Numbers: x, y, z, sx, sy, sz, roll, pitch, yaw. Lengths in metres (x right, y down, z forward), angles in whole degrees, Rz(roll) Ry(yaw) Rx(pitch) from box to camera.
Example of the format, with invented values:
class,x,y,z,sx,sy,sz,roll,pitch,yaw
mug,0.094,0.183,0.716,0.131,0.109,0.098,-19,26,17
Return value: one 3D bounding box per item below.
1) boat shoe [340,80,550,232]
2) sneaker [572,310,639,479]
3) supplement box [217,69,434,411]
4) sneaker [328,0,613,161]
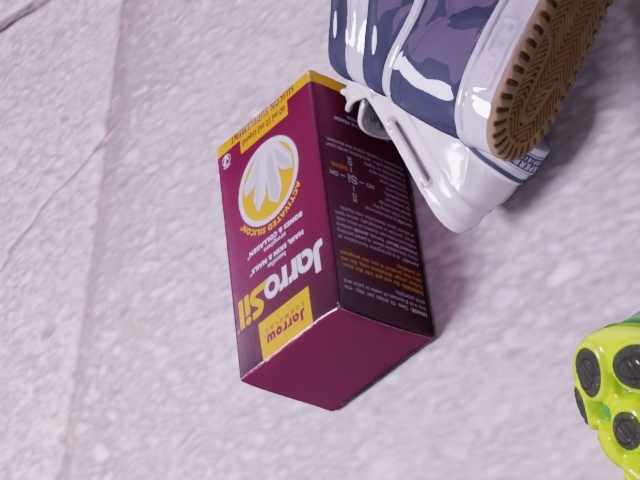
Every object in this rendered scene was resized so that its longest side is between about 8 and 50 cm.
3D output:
class,x,y,z,sx,sy,sz,roll,pitch,yaw
boat shoe,0.051,-0.104,1.246,0.084,0.095,0.258,-51,37,18
sneaker,0.225,0.045,0.934,0.109,0.123,0.295,61,146,11
supplement box,0.000,0.000,1.273,0.104,0.081,0.188,-38,45,37
sneaker,0.108,-0.193,1.138,0.153,0.099,0.282,23,78,32
